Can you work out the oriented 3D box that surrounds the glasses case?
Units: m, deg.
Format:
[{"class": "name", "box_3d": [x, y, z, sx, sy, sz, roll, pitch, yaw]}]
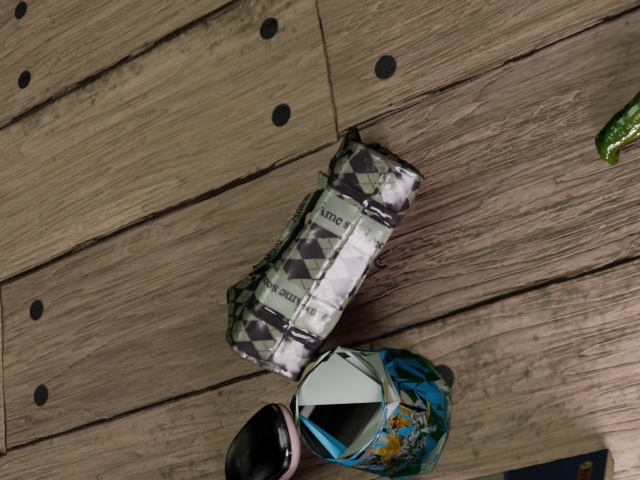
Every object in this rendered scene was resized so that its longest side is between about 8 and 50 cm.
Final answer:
[{"class": "glasses case", "box_3d": [-0.106, 0.385, 1.865, 0.314, 0.075, 0.122, 124, 138, -53]}]

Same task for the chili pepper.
[{"class": "chili pepper", "box_3d": [0.510, -0.202, 1.641, 0.204, 0.073, 0.072, -39, 27, 25]}]

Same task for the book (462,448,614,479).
[{"class": "book", "box_3d": [0.218, 0.450, 1.566, 0.428, 0.300, 0.039, -20, 107, 26]}]

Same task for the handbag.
[{"class": "handbag", "box_3d": [0.000, 0.000, 1.845, 0.416, 0.180, 0.317, -57, 13, 12]}]

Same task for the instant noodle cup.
[{"class": "instant noodle cup", "box_3d": [0.077, 0.282, 1.766, 0.240, 0.178, 0.240, -9, 74, 33]}]
